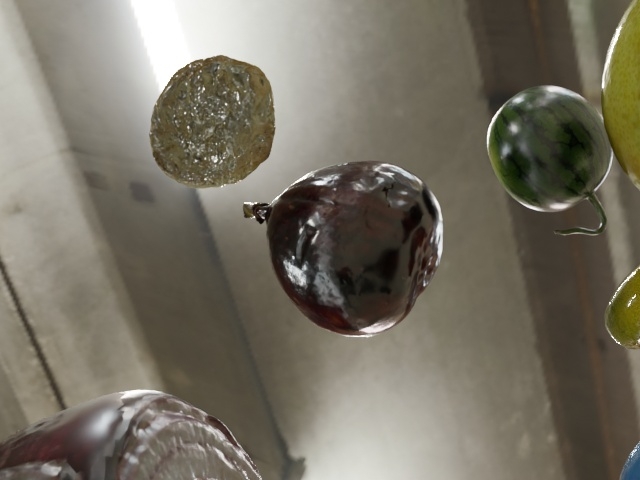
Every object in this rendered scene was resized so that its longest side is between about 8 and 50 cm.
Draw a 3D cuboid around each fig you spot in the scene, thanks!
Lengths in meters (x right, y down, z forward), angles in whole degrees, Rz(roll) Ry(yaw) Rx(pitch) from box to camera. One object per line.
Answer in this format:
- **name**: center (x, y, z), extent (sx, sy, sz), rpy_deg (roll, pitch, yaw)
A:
- **fig**: center (0.007, -0.009, 1.398), extent (0.203, 0.250, 0.186), rpy_deg (-56, -14, -43)

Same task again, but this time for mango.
- **mango**: center (0.377, 0.055, 1.409), extent (0.122, 0.085, 0.191), rpy_deg (-28, -25, -20)

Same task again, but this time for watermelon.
- **watermelon**: center (0.278, -0.090, 1.477), extent (0.141, 0.141, 0.187), rpy_deg (-35, -94, -35)

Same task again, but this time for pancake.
- **pancake**: center (-0.112, -0.123, 1.336), extent (0.025, 0.152, 0.151), rpy_deg (26, -99, -65)

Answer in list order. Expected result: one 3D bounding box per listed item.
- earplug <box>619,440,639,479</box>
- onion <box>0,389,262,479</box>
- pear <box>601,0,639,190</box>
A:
- **earplug**: center (0.287, 0.159, 0.662), extent (0.132, 0.273, 0.132), rpy_deg (-14, -72, -50)
- **onion**: center (-0.161, 0.276, 0.832), extent (0.282, 0.260, 0.336), rpy_deg (44, -152, -58)
- **pear**: center (0.431, -0.173, 1.247), extent (0.304, 0.304, 0.303), rpy_deg (-15, -69, -44)
